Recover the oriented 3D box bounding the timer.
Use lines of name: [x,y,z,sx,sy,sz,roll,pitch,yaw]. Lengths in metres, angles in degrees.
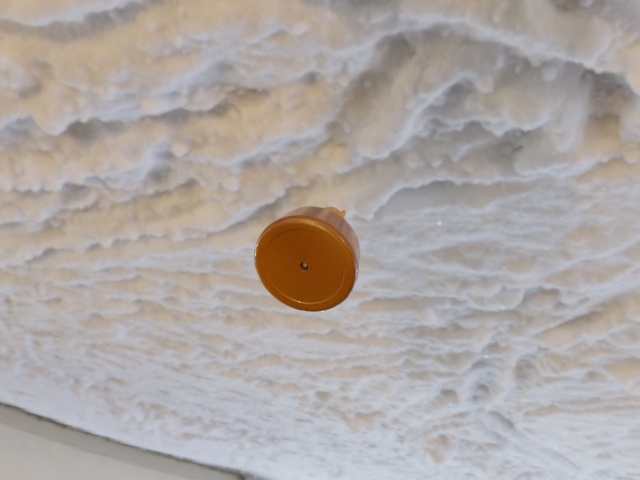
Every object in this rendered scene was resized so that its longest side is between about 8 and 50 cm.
timer: [0.000,0.000,0.919,0.132,0.152,0.132,7,117,14]
